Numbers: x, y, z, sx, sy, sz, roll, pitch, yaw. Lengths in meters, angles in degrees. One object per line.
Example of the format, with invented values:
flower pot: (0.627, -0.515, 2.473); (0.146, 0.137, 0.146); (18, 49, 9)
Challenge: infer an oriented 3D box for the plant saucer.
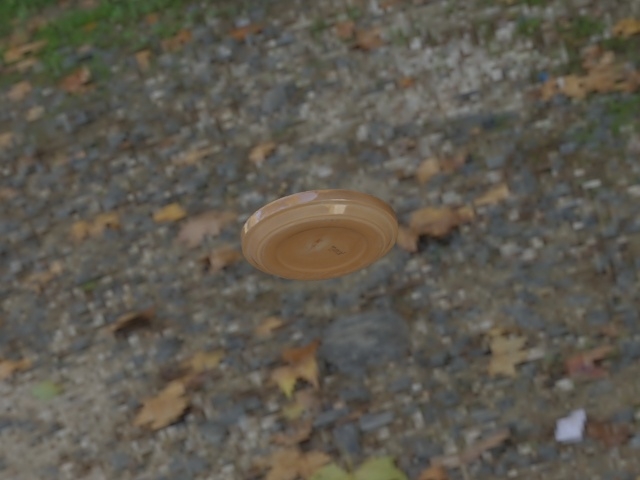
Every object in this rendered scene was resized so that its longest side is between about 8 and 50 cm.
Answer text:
plant saucer: (0.000, 0.000, 0.789); (0.083, 0.083, 0.013); (-13, 61, 10)
